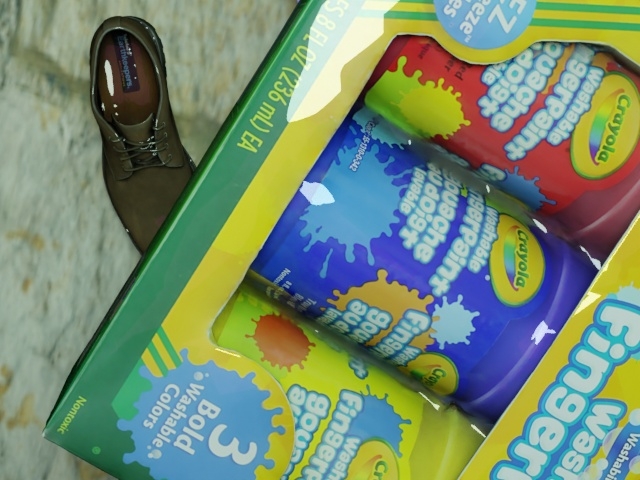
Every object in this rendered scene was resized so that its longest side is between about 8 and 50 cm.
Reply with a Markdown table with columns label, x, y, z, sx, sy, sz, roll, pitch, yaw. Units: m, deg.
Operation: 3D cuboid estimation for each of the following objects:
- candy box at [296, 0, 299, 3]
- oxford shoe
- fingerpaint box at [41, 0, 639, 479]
| label | x | y | z | sx | sy | sz | roll | pitch | yaw |
| --- | --- | --- | --- | --- | --- | --- | --- | --- | --- |
| candy box | 0.075 | -0.223 | 0.889 | 0.196 | 0.070 | 0.165 | -17 | 98 | 2 |
| oxford shoe | -0.153 | -0.075 | 0.895 | 0.083 | 0.096 | 0.227 | -16 | 100 | -1 |
| fingerpaint box | 0.084 | 0.024 | 0.752 | 0.371 | 0.163 | 0.445 | 32 | 97 | -10 |
